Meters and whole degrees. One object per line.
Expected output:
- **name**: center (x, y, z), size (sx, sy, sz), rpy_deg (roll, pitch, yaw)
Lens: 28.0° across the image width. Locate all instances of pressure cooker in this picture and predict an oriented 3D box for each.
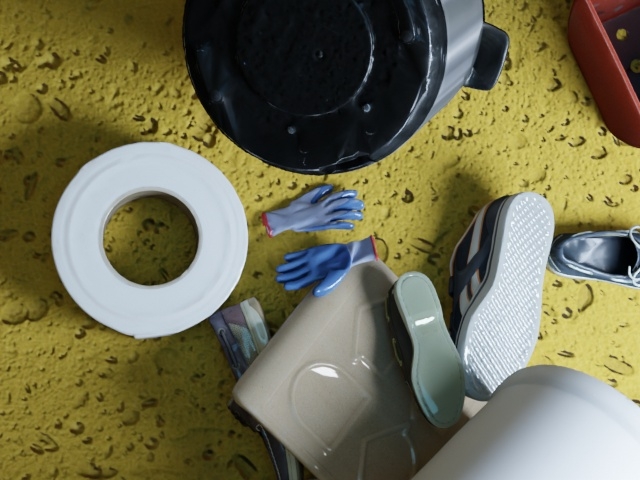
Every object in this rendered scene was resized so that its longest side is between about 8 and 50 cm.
- **pressure cooker**: center (0.034, -0.307, 1.801), size (0.375, 0.420, 0.370), rpy_deg (-27, 96, 24)

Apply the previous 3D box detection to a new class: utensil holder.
- **utensil holder**: center (0.252, 0.405, 1.677), size (0.385, 0.327, 0.327), rpy_deg (-39, 92, -33)

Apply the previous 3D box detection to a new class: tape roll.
- **tape roll**: center (-0.250, 0.002, 1.884), size (0.286, 0.100, 0.286), rpy_deg (1, 85, -9)

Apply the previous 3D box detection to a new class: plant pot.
- **plant pot**: center (0.522, -0.288, 1.946), size (0.267, 0.236, 0.267), rpy_deg (-25, 89, -10)

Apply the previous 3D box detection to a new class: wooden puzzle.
- **wooden puzzle**: center (0.078, 0.230, 1.876), size (0.348, 0.080, 0.322), rpy_deg (43, 59, -6)

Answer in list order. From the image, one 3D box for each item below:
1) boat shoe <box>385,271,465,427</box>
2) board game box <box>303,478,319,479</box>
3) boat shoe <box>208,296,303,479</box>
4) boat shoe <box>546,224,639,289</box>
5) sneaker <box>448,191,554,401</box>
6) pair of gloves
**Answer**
- **boat shoe**: center (0.149, 0.161, 1.846), size (0.081, 0.068, 0.228), rpy_deg (-7, 75, -21)
- **board game box**: center (0.101, 0.515, 1.819), size (0.390, 0.050, 0.390), rpy_deg (-5, 53, -8)
- **boat shoe**: center (-0.094, 0.230, 1.891), size (0.092, 0.103, 0.285), rpy_deg (-15, 88, 0)
- **boat shoe**: center (0.478, 0.024, 1.993), size (0.254, 0.079, 0.095), rpy_deg (8, 84, -7)
- **sneaker**: center (0.258, 0.087, 1.928), size (0.126, 0.127, 0.321), rpy_deg (24, 75, -23)
- **pair of gloves**: center (0.000, 0.000, 1.909), size (0.159, 0.023, 0.198), rpy_deg (-17, 51, -1)
